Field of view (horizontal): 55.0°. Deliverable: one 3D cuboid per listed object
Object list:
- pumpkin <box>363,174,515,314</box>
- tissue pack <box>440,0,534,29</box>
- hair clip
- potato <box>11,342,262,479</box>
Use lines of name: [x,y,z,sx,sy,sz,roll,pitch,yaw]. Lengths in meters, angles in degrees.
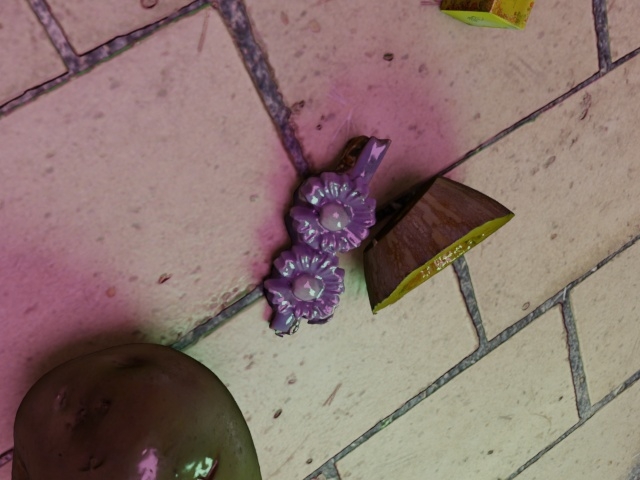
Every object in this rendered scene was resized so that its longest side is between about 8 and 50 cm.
pumpkin: [0.130,-0.006,0.785,0.217,0.217,0.110,-32,84,-13]
tissue pack: [0.214,-0.340,0.707,0.062,0.095,0.176,11,105,-32]
hair clip: [0.000,0.000,0.755,0.106,0.084,0.292,19,106,-15]
potato: [-0.186,0.271,0.667,0.243,0.221,0.326,-48,136,-46]
